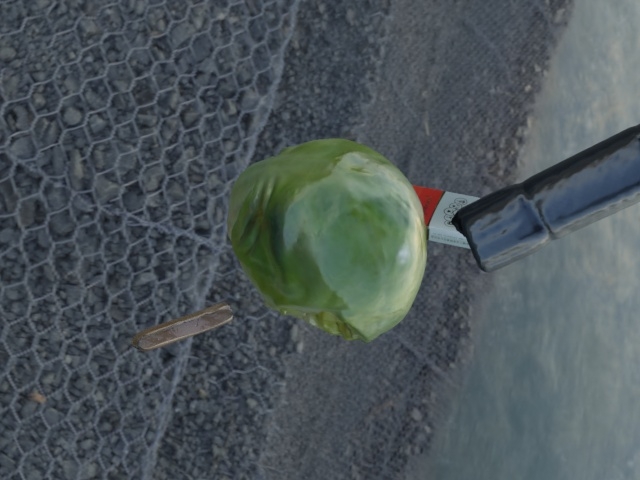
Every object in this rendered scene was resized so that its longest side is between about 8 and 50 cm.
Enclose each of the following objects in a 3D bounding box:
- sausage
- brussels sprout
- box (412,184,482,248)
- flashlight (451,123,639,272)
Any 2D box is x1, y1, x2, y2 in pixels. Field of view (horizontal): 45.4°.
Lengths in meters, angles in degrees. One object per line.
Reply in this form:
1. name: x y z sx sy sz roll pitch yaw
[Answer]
1. sausage: -0.148 0.094 0.828 0.116 0.026 0.026 -17 100 -35
2. brussels sprout: 0.000 0.000 1.157 0.268 0.344 0.345 -12 97 -51
3. box: 0.269 -0.038 1.441 0.139 0.245 0.035 -58 153 -49
4. flashlight: 0.337 -0.084 0.788 0.103 0.423 0.103 48 26 -33
